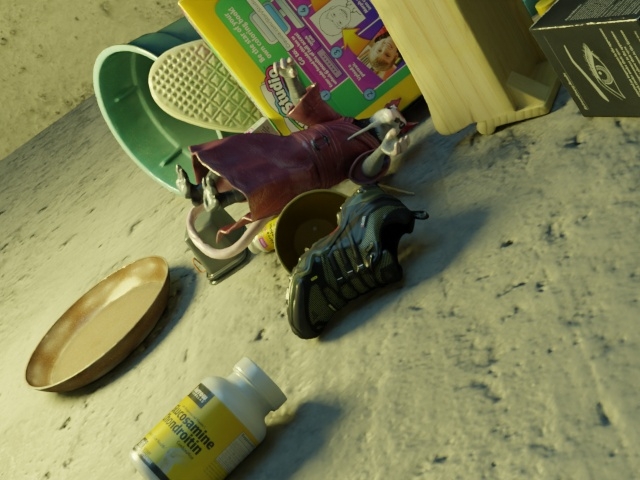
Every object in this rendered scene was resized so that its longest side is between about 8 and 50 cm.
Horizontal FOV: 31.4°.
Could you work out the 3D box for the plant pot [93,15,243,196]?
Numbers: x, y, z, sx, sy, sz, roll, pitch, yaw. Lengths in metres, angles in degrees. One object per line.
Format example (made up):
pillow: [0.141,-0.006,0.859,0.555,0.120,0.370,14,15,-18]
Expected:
plant pot: [-0.199,-0.308,2.213,0.334,0.341,0.341,-43,22,-32]

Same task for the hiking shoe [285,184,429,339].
hiking shoe: [0.044,0.036,1.474,0.114,0.086,0.227,26,82,42]

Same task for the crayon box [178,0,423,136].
crayon box: [0.003,-0.335,1.865,0.313,0.363,0.106,-38,1,1]

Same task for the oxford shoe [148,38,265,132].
oxford shoe: [-0.072,-0.277,1.986,0.449,0.169,0.130,-6,8,-9]

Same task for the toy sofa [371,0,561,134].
toy sofa: [0.191,-0.333,1.599,0.177,0.362,0.150,-13,34,36]

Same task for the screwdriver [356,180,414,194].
screwdriver: [0.092,-0.082,1.713,0.025,0.024,0.170,-14,18,-21]

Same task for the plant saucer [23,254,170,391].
plant saucer: [-0.367,0.148,1.924,0.311,0.050,0.310,-31,24,16]

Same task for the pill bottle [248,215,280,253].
pill bottle: [-0.075,-0.009,1.791,0.083,0.043,0.043,-27,26,27]

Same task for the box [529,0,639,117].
box: [0.386,-0.240,1.405,0.108,0.153,0.207,-45,24,-15]

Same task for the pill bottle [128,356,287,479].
pill bottle: [-0.131,0.228,1.360,0.184,0.103,0.103,-44,24,-12]

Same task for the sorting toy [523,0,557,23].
sorting toy: [0.383,-0.389,1.820,0.196,0.047,0.347,-38,23,1]

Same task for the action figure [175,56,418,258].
action figure: [-0.011,-0.107,1.707,0.370,0.275,0.248,-21,52,-20]

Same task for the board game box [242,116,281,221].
board game box: [-0.083,-0.108,1.845,0.103,0.154,0.026,-42,23,-8]

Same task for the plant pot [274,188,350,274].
plant pot: [0.000,0.000,1.586,0.134,0.134,0.095,-41,1,-6]

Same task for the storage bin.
storage bin: [-0.179,-0.002,1.874,0.098,0.091,0.135,-33,23,13]
